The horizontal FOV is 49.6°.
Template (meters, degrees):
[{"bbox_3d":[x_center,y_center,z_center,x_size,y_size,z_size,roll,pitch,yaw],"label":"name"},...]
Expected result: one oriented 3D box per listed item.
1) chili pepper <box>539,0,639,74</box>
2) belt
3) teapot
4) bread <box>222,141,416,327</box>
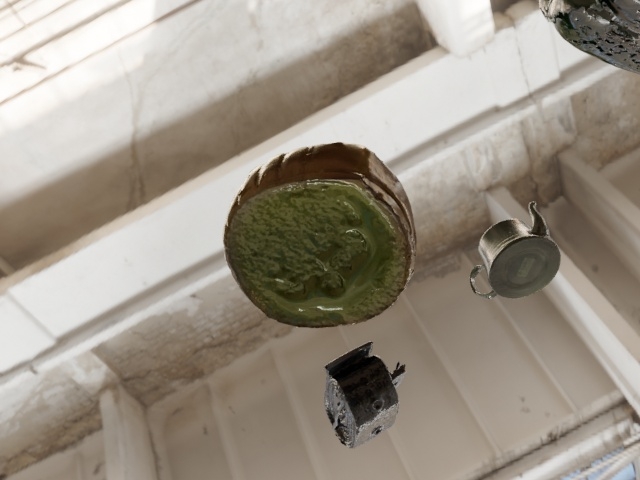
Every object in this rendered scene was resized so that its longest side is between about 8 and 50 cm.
[{"bbox_3d":[0.223,-0.215,0.477,0.173,0.261,0.165,-68,-157,17],"label":"chili pepper"},{"bbox_3d":[0.081,0.276,1.209,0.128,0.218,0.122,-25,-119,-19],"label":"belt"},{"bbox_3d":[0.411,0.028,1.521,0.239,0.162,0.149,-58,-151,24],"label":"teapot"},{"bbox_3d":[0.000,0.000,0.804,0.236,0.236,0.070,-13,-151,17],"label":"bread"}]
